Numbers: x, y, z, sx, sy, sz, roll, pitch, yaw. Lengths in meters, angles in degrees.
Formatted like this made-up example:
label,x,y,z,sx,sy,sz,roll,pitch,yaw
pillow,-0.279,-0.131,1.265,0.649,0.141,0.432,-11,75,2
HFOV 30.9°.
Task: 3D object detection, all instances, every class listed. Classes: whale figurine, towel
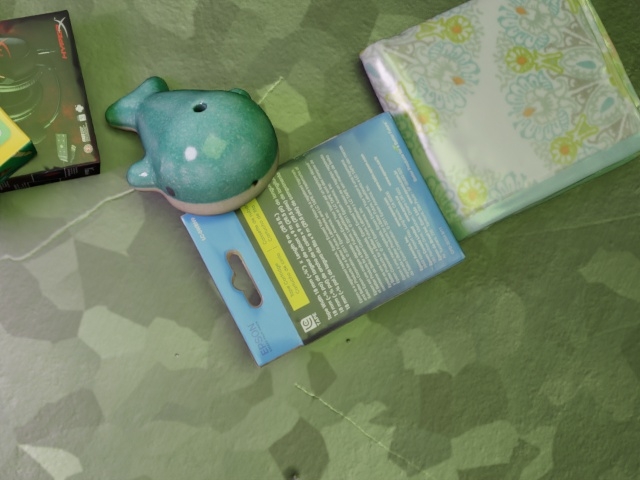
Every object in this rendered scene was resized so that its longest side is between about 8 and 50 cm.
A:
label,x,y,z,sx,sy,sz,roll,pitch,yaw
whale figurine,-0.181,-0.153,1.565,0.216,0.141,0.272,-40,57,-21
towel,0.286,-0.210,1.735,0.374,0.090,0.320,-26,86,-13

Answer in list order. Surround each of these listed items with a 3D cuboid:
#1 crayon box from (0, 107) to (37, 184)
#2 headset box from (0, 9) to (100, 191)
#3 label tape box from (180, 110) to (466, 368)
label,x,y,z,sx,sy,sz,roll,pitch,yaw
crayon box,-0.514,-0.166,1.459,0.165,0.081,0.278,-43,93,-10
headset box,-0.463,-0.173,1.569,0.293,0.110,0.218,-11,87,-12
label tape box,0.000,0.000,1.643,0.333,0.106,0.240,-27,89,-11
